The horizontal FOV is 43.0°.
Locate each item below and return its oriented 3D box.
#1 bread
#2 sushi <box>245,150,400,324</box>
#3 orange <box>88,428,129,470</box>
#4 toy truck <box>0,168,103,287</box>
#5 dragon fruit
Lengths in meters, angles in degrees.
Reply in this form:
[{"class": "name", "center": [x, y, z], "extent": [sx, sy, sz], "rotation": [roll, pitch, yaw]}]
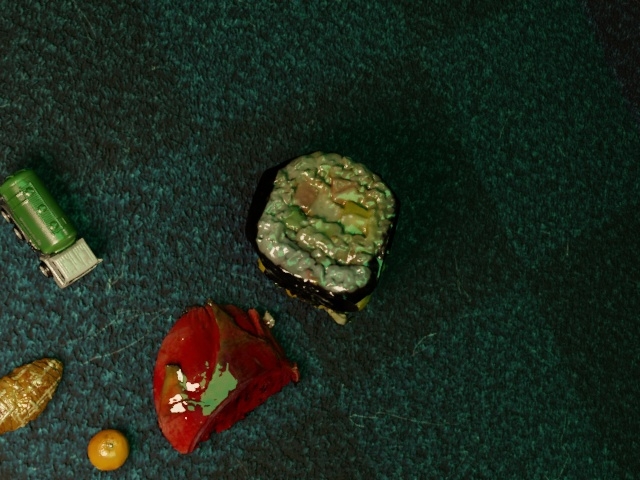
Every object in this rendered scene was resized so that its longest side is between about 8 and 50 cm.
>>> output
[{"class": "bread", "center": [-0.588, 0.310, 1.561], "extent": [0.233, 0.076, 0.105], "rotation": [-37, 96, -25]}, {"class": "sushi", "center": [0.000, 0.000, 1.814], "extent": [0.329, 0.285, 0.327], "rotation": [17, 67, -1]}, {"class": "orange", "center": [-0.422, 0.417, 1.622], "extent": [0.084, 0.083, 0.083], "rotation": [5, 79, -26]}, {"class": "toy truck", "center": [-0.541, -0.026, 1.615], "extent": [0.101, 0.125, 0.242], "rotation": [-38, 100, -28]}, {"class": "dragon fruit", "center": [-0.217, 0.263, 1.734], "extent": [0.343, 0.100, 0.282], "rotation": [-32, 87, -31]}]
